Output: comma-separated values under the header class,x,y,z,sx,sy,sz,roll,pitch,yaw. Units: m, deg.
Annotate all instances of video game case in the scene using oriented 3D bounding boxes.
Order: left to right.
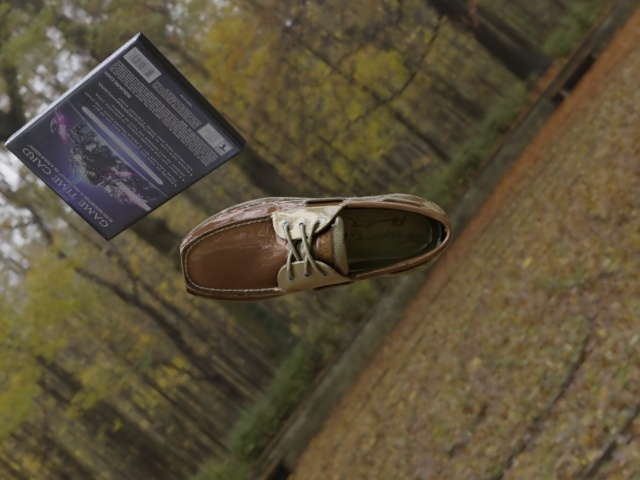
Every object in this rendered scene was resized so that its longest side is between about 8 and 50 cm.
class,x,y,z,sx,sy,sz,roll,pitch,yaw
video game case,-0.258,-0.127,1.487,0.274,0.196,0.026,-30,26,32

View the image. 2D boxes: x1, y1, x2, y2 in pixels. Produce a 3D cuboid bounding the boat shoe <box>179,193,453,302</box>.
class,x,y,z,sx,sy,sz,roll,pitch,yaw
boat shoe,0.000,0.000,1.310,0.324,0.123,0.120,-10,1,-11
